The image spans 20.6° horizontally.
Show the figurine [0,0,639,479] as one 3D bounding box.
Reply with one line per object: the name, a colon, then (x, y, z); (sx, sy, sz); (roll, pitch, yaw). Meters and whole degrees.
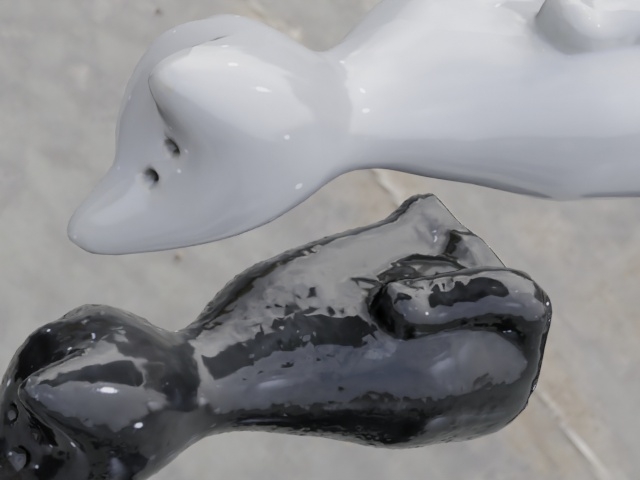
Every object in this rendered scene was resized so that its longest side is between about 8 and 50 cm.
figurine: (0.000, 0.000, 0.550); (0.209, 0.215, 0.092); (-14, 57, -36)
